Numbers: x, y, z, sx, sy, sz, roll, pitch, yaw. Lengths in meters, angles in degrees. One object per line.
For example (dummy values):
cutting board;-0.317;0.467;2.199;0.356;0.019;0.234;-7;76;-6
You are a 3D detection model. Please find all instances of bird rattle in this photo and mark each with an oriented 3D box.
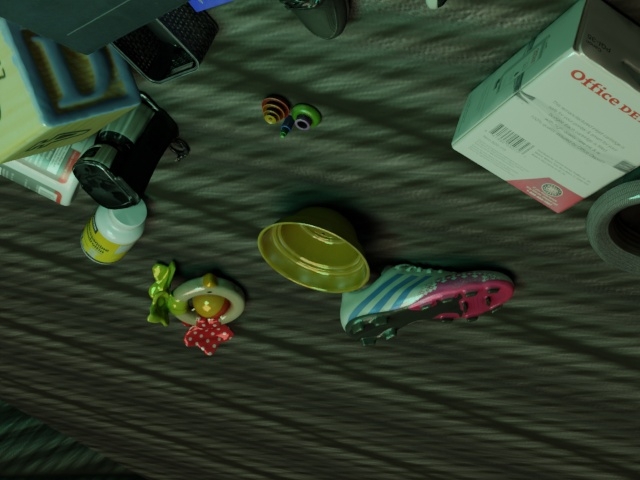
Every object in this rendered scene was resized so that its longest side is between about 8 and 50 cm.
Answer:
bird rattle;-0.260;0.153;2.311;0.207;0.143;0.253;-24;132;28

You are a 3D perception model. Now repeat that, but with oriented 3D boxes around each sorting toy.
sorting toy;-0.053;-0.199;1.732;0.102;0.042;0.061;19;148;3

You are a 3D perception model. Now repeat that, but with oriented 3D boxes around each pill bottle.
pill bottle;-0.552;-0.194;1.917;0.283;0.161;0.161;27;148;-9
pill bottle;-0.417;-0.028;2.141;0.103;0.103;0.184;30;147;-14

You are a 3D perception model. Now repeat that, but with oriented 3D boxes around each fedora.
fedora;0.515;-0.055;1.527;0.244;0.124;0.275;5;156;17

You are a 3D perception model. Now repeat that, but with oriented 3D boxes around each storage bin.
storage bin;-0.261;-0.338;1.606;0.122;0.084;0.180;-11;135;41

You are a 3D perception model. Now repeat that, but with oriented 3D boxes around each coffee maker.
coffee maker;-0.326;-0.144;1.844;0.171;0.178;0.120;32;147;-17

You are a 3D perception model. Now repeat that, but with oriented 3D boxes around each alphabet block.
alphabet block;-0.437;-0.253;1.673;0.197;0.193;0.192;-19;92;46

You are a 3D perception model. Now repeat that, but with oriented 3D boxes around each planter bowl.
planter bowl;0.000;0.000;1.953;0.217;0.090;0.217;16;148;10

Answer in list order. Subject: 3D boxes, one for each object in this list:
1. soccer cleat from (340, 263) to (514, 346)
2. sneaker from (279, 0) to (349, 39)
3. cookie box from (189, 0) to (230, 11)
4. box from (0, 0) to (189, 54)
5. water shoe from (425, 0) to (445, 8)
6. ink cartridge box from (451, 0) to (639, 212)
soccer cleat;0.191;0.089;1.971;0.331;0.143;0.116;-15;144;11
sneaker;-0.053;-0.361;1.431;0.101;0.106;0.267;-6;141;34
cookie box;-0.161;-0.386;1.514;0.107;0.040;0.092;-7;139;37
box;-0.291;-0.471;1.103;0.480;0.297;0.472;-14;153;43
water shoe;0.192;-0.356;1.325;0.080;0.073;0.203;20;149;-3
ink cartridge box;0.351;-0.179;1.455;0.207;0.117;0.283;30;147;-14
